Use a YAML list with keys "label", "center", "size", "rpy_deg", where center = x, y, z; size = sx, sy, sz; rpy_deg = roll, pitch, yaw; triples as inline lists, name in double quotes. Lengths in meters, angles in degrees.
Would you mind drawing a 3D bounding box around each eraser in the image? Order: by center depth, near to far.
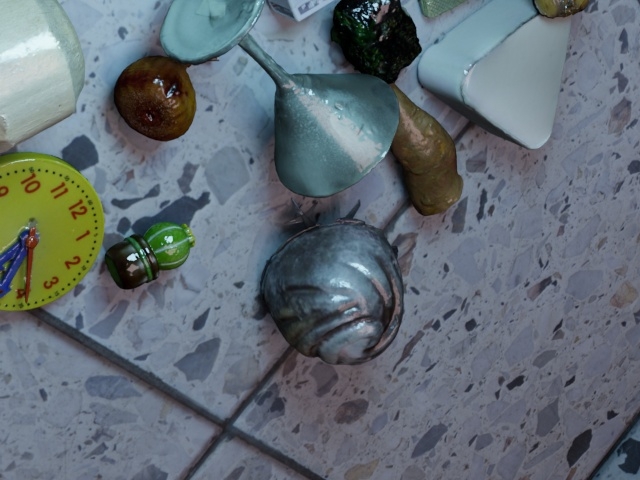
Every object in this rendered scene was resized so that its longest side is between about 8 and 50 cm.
- label: "eraser"
  center: [0.356, -0.353, 2.130]
  size: [0.331, 0.150, 0.331]
  rpy_deg: [-19, 122, -32]

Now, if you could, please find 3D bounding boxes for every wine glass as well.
- label: "wine glass"
  center: [-0.067, -0.274, 1.741]
  size: [0.267, 0.267, 0.406]
  rpy_deg: [-53, 140, -2]

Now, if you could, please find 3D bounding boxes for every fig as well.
- label: "fig"
  center: [-0.259, -0.275, 1.750]
  size: [0.146, 0.134, 0.201]
  rpy_deg: [81, 28, -52]

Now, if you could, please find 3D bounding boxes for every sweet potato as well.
- label: "sweet potato"
  center: [0.203, -0.203, 2.109]
  size: [0.131, 0.131, 0.336]
  rpy_deg: [-39, 131, -15]

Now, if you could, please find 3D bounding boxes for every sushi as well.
- label: "sushi"
  center: [0.101, -0.383, 1.917]
  size: [0.127, 0.124, 0.225]
  rpy_deg: [-47, 150, -7]

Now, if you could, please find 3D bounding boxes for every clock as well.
- label: "clock"
  center: [-0.496, -0.005, 1.718]
  size: [0.293, 0.071, 0.277]
  rpy_deg: [-39, 130, -15]

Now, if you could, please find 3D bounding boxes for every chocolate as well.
- label: "chocolate"
  center: [0.048, 0.131, 2.050]
  size: [0.303, 0.213, 0.303]
  rpy_deg: [-12, 133, -14]

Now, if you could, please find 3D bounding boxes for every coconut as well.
- label: "coconut"
  center: [-0.486, -0.248, 1.497]
  size: [0.266, 0.237, 0.237]
  rpy_deg: [-29, 127, -28]

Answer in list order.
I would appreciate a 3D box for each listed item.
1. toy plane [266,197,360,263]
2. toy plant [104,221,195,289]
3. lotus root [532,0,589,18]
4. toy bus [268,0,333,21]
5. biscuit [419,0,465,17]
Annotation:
- label: "toy plane"
  center: [0.001, 0.001, 2.103]
  size: [0.226, 0.058, 0.226]
  rpy_deg: [-33, 130, 1]
- label: "toy plant"
  center: [-0.303, 0.022, 1.863]
  size: [0.162, 0.093, 0.093]
  rpy_deg: [-26, 126, -24]
- label: "lotus root"
  center: [0.455, -0.606, 2.027]
  size: [0.167, 0.078, 0.329]
  rpy_deg: [-25, 95, -30]
- label: "toy bus"
  center: [0.025, -0.520, 1.821]
  size: [0.302, 0.113, 0.139]
  rpy_deg: [-35, 132, -18]
- label: "biscuit"
  center: [0.278, -0.530, 2.034]
  size: [0.199, 0.040, 0.121]
  rpy_deg: [-30, 131, -17]
